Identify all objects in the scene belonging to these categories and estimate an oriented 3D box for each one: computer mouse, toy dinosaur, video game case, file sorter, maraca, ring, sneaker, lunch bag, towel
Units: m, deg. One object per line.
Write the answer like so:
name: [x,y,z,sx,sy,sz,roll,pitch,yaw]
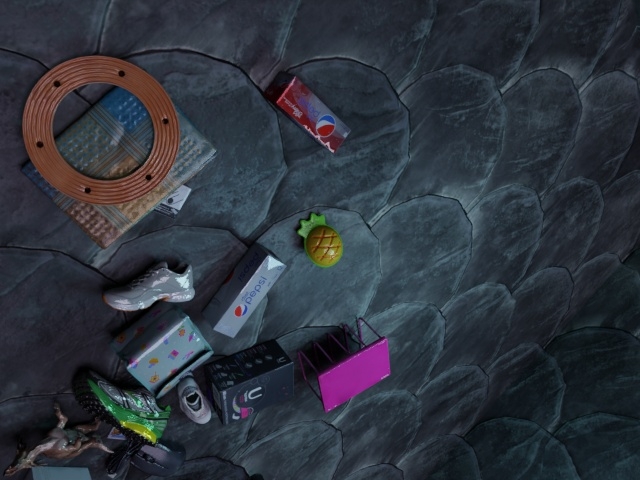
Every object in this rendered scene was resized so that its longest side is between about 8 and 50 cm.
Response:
computer mouse: [-0.555,0.734,1.861,0.188,0.072,0.272,-51,135,3]
toy dinosaur: [-0.756,0.595,1.618,0.200,0.127,0.295,-43,145,3]
video game case: [-0.612,0.583,1.779,0.087,0.011,0.122,26,99,-43]
file sorter: [0.085,0.448,2.076,0.290,0.182,0.202,-25,129,-20]
maraca: [0.000,0.000,1.811,0.127,0.099,0.186,-35,105,-16]
ring: [-0.495,-0.249,1.281,0.336,0.032,0.337,-4,102,-17]
sneaker: [-0.595,0.483,1.678,0.344,0.134,0.146,53,45,-36]
sneaker: [-0.475,0.115,1.552,0.262,0.099,0.121,-8,113,-40]
lunch bag: [-0.450,0.334,1.644,0.223,0.160,0.262,-40,137,-20]
sneaker: [-0.415,0.543,1.840,0.090,0.095,0.235,-32,132,-18]
towel: [-0.472,-0.193,1.338,0.370,0.040,0.271,-43,110,-6]

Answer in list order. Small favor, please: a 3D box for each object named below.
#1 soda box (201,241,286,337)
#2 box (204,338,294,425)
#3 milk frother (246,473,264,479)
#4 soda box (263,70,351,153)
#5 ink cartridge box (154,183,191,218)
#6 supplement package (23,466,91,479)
soda box: [-0.238,0.152,1.728,0.286,0.098,0.091,-53,134,3]
box: [-0.238,0.477,1.891,0.270,0.143,0.165,-17,126,-27]
milk frother: [-0.269,1.009,2.193,0.143,0.134,0.129,-37,131,-11]
soda box: [-0.034,-0.359,1.577,0.263,0.083,0.092,35,93,-42]
ink cartridge box: [-0.448,-0.137,1.441,0.207,0.046,0.097,24,100,-41]
supplement package: [-0.800,0.762,1.688,0.179,0.105,0.105,23,101,-42]
